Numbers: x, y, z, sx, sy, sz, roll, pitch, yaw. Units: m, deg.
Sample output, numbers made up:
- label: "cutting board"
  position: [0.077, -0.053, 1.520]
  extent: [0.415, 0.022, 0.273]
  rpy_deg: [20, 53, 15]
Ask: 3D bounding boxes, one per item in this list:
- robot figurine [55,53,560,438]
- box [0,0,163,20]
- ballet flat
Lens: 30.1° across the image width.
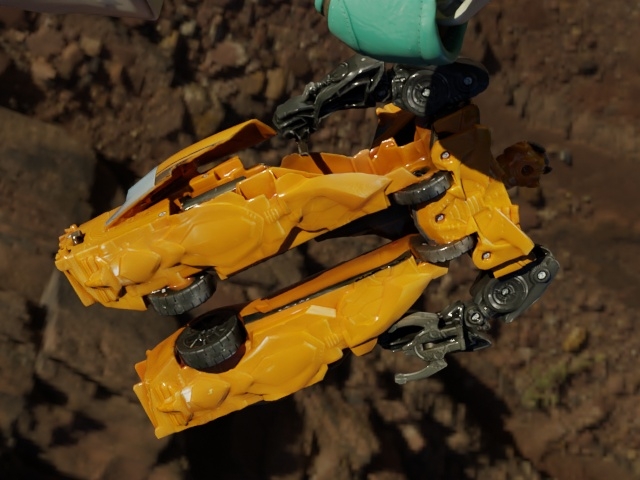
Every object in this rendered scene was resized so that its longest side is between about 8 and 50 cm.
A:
- label: "robot figurine"
  position: [0.000, 0.000, 0.733]
  extent: [0.291, 0.085, 0.211]
  rpy_deg: [-23, 115, 3]
- label: "box"
  position: [-0.151, -0.262, 0.683]
  extent: [0.149, 0.232, 0.127]
  rpy_deg: [7, 161, 13]
- label: "ballet flat"
  position: [0.082, -0.186, 0.518]
  extent: [0.087, 0.083, 0.247]
  rpy_deg: [30, 113, 13]
